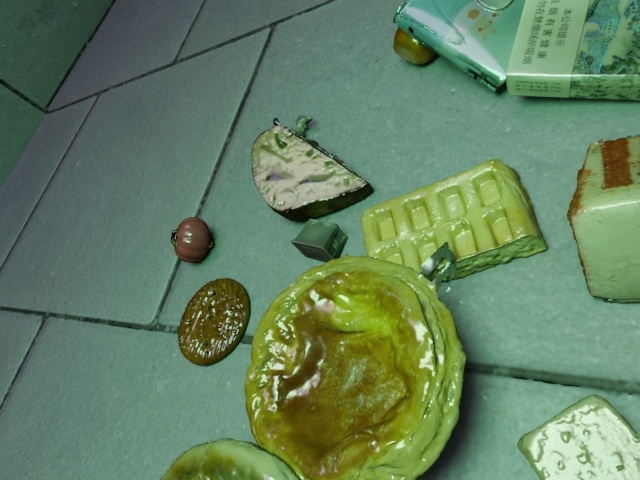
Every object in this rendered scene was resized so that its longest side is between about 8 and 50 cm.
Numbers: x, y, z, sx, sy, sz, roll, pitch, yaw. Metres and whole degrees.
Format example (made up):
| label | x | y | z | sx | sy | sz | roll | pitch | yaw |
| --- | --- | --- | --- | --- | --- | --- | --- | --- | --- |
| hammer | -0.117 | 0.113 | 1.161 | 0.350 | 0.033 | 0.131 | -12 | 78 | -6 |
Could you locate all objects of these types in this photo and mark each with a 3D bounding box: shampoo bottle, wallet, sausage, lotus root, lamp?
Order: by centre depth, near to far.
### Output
| label | x | y | z | sx | sy | sz | roll | pitch | yaw |
| --- | --- | --- | --- | --- | --- | --- | --- | --- | --- |
| wallet | 0.285 | -0.403 | 0.830 | 0.176 | 0.075 | 0.250 | -46 | 72 | -1 |
| lotus root | -0.042 | -0.127 | 0.912 | 0.170 | 0.074 | 0.260 | -45 | 64 | 0 |
| sausage | 0.260 | -0.493 | 0.945 | 0.274 | 0.105 | 0.105 | -52 | 47 | 0 |
| shampoo bottle | -0.076 | -0.195 | 1.025 | 0.064 | 0.057 | 0.207 | 10 | 69 | 39 |
| lamp | -0.296 | -0.001 | 1.035 | 0.107 | 0.092 | 0.107 | -168 | 90 | -68 |

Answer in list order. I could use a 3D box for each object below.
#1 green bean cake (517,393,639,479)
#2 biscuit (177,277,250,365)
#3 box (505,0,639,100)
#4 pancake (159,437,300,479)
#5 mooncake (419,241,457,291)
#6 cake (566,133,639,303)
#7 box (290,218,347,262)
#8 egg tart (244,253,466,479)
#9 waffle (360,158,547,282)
| label | x | y | z | sx | sy | sz | roll | pitch | yaw |
| --- | --- | --- | --- | --- | --- | --- | --- | --- | --- |
| green bean cake | 0.303 | 0.260 | 0.454 | 0.109 | 0.085 | 0.179 | -39 | 48 | 7 |
| biscuit | -0.224 | 0.164 | 0.927 | 0.188 | 0.027 | 0.187 | -17 | 54 | 25 |
| box | 0.432 | -0.301 | 0.676 | 0.257 | 0.069 | 0.164 | 13 | 82 | 29 |
| pancake | -0.117 | 0.451 | 0.580 | 0.387 | 0.082 | 0.386 | -5 | 82 | 36 |
| mooncake | 0.287 | 0.080 | 0.560 | 0.347 | 0.057 | 0.150 | 38 | 92 | 31 |
| cake | 0.394 | -0.074 | 0.548 | 0.158 | 0.160 | 0.262 | -9 | 57 | 35 |
| box | 0.000 | 0.000 | 0.851 | 0.085 | 0.060 | 0.063 | 12 | 65 | 41 |
| egg tart | 0.047 | 0.186 | 0.639 | 0.352 | 0.150 | 0.351 | -20 | 55 | 31 |
| waffle | 0.194 | -0.018 | 0.723 | 0.274 | 0.057 | 0.168 | -21 | 52 | 23 |
